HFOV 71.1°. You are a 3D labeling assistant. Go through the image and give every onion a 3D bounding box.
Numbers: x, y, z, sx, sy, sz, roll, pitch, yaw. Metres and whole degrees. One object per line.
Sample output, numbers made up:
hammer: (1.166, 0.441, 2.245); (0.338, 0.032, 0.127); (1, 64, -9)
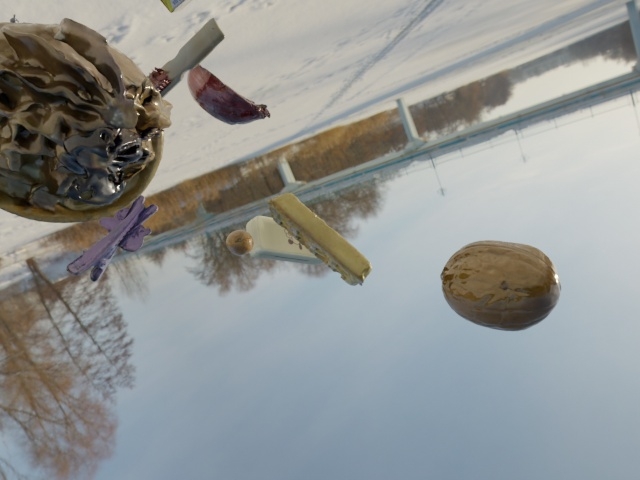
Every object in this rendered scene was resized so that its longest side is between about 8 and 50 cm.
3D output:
onion: (-0.291, -0.429, 1.395); (0.120, 0.284, 0.227); (-59, 175, 9)

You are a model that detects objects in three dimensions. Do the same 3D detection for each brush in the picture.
brush: (-0.372, -0.435, 1.128); (0.321, 0.060, 0.050); (-32, 178, 22)

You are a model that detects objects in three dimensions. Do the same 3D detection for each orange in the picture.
orange: (-0.233, 0.006, 1.294); (0.085, 0.084, 0.085); (-21, -168, 5)

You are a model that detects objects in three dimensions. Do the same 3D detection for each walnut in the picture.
walnut: (0.321, 0.079, 0.814); (0.207, 0.167, 0.167); (7, -153, 33)

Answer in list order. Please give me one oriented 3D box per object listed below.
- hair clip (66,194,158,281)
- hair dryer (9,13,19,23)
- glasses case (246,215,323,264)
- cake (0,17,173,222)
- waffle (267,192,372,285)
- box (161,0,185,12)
hair clip: (-0.564, -0.005, 1.214); (0.278, 0.137, 0.090); (-52, 170, -27)
hair dryer: (-0.691, -0.470, 1.025); (0.063, 0.037, 0.114); (-39, 175, -38)
glasses case: (-0.108, 0.004, 1.570); (0.313, 0.131, 0.070); (10, 151, -39)
cake: (-0.398, -0.172, 0.703); (0.333, 0.332, 0.321); (-27, -150, -25)
waffle: (0.000, 0.000, 1.018); (0.057, 0.274, 0.168); (-48, 174, -9)
box: (-0.413, -0.875, 1.470); (0.265, 0.097, 0.168); (-34, -153, 12)
